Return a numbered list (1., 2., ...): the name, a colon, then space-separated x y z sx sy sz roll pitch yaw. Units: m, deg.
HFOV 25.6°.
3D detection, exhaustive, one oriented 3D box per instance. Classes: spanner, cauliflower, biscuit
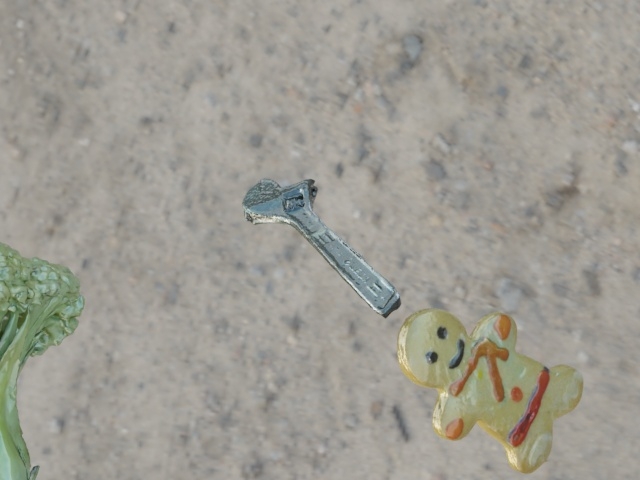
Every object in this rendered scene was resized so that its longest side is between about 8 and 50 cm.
1. spanner: 0.000 0.000 1.588 0.093 0.026 0.325 -32 37 -11
2. cauliflower: -0.391 0.135 1.443 0.260 0.327 0.281 -171 69 -73
3. biscuit: 0.179 0.153 1.527 0.153 0.234 0.030 -60 22 -17
